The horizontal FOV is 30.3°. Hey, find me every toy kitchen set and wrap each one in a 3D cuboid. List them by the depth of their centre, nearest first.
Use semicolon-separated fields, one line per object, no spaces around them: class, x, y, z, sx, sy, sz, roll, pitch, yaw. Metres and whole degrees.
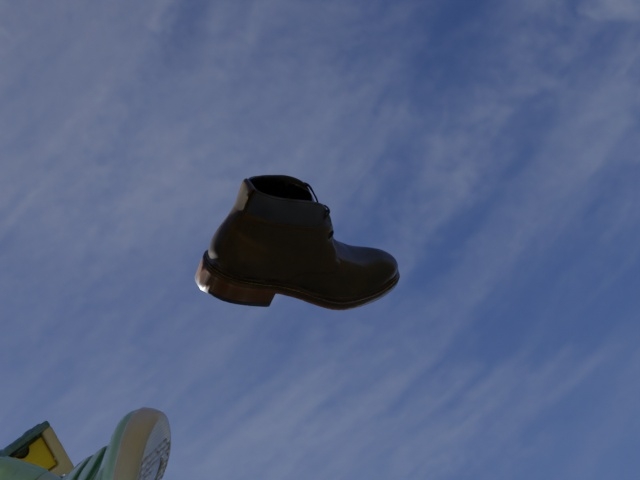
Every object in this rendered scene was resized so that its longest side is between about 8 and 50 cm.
toy kitchen set;-0.337;0.231;1.189;0.166;0.207;0.122;-36;-88;-20

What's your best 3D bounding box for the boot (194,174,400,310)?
boot;0.000;0.000;1.066;0.219;0.082;0.106;-1;-56;-39

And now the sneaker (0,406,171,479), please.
sneaker;-0.224;0.215;1.013;0.256;0.151;0.094;-65;-6;36
